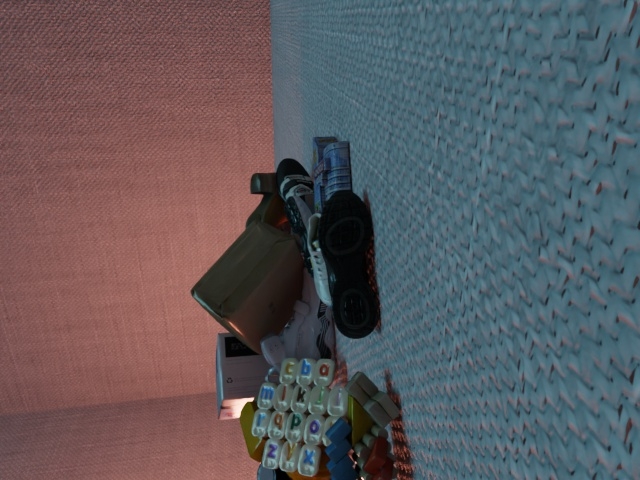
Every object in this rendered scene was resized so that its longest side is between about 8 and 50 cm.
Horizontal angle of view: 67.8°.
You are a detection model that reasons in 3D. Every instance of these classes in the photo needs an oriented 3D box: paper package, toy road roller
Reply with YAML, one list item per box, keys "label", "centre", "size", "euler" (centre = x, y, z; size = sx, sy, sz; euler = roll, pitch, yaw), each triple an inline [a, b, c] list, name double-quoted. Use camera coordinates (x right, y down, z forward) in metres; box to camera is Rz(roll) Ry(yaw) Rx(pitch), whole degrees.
- label: "paper package"
  centre: [-0.188, 0.146, 1.452]
  size: [0.168, 0.310, 0.325]
  euler: [31, 160, 26]
- label: "toy road roller"
  centre: [-0.066, 0.535, 1.344]
  size: [0.241, 0.202, 0.330]
  euler: [-60, 36, 17]

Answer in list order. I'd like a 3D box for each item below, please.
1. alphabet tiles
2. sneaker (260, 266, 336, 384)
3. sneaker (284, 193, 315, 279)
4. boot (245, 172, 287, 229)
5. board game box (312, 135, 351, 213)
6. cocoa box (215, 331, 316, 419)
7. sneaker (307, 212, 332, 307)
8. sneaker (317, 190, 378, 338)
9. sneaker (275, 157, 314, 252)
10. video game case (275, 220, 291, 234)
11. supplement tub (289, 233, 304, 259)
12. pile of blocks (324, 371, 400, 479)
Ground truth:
- label: "alphabet tiles"
  centre: [-0.053, 0.442, 1.219]
  size: [0.021, 0.283, 0.278]
  euler: [40, -128, -46]
- label: "sneaker"
  centre: [-0.072, 0.243, 1.392]
  size: [0.137, 0.210, 0.367]
  euler: [143, 123, -78]
- label: "sneaker"
  centre: [0.000, 0.000, 1.265]
  size: [0.100, 0.107, 0.272]
  euler: [-26, 83, 60]
- label: "boot"
  centre: [-0.135, -0.086, 1.606]
  size: [0.109, 0.220, 0.284]
  euler: [-2, 88, 49]
- label: "board game box"
  centre: [0.022, -0.165, 1.138]
  size: [0.194, 0.060, 0.194]
  euler: [160, 105, -80]
- label: "cocoa box"
  centre: [-0.178, 0.452, 1.625]
  size: [0.228, 0.346, 0.232]
  euler: [111, 153, -52]
- label: "sneaker"
  centre: [0.010, 0.046, 1.125]
  size: [0.092, 0.087, 0.229]
  euler: [39, -143, -58]
- label: "sneaker"
  centre: [0.047, 0.046, 0.948]
  size: [0.130, 0.108, 0.287]
  euler: [123, 144, -85]
- label: "sneaker"
  centre: [-0.054, -0.138, 1.458]
  size: [0.146, 0.122, 0.331]
  euler: [105, 149, -62]
- label: "video game case"
  centre: [-0.122, -0.082, 1.677]
  size: [0.015, 0.166, 0.119]
  euler: [10, 120, 53]
- label: "supplement tub"
  centre: [-0.141, 0.019, 1.756]
  size: [0.144, 0.199, 0.145]
  euler: [176, 90, -81]
- label: "pile of blocks"
  centre: [0.069, 0.408, 0.787]
  size: [0.113, 0.148, 0.363]
  euler: [123, 143, -75]
